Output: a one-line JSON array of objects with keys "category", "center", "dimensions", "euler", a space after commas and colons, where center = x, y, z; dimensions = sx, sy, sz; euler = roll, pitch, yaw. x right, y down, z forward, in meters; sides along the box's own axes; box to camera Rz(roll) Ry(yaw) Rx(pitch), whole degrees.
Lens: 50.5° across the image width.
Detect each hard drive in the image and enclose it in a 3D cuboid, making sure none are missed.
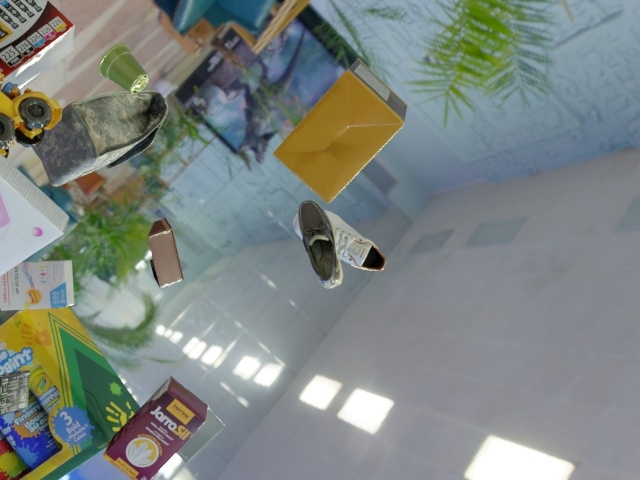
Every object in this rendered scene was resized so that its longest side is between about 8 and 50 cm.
[{"category": "hard drive", "center": [-0.328, 0.499, 1.767], "dimensions": [0.135, 0.094, 0.022], "euler": [-43, -169, -15]}]

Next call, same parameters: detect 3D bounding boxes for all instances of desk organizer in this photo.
[{"category": "desk organizer", "center": [-0.305, 0.025, 1.310], "dimensions": [0.050, 0.130, 0.047], "euler": [-20, -140, -21]}]

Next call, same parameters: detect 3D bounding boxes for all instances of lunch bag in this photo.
[{"category": "lunch bag", "center": [-0.540, -0.272, 1.708], "dimensions": [0.235, 0.169, 0.287], "euler": [-18, -167, 38]}]

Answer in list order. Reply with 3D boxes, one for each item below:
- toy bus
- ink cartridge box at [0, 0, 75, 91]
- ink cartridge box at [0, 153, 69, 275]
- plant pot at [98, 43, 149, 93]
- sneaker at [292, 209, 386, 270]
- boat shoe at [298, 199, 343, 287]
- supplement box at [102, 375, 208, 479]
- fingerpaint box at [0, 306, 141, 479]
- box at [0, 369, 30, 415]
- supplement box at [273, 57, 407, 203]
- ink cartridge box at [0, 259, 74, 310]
[{"category": "toy bus", "center": [-0.705, -0.287, 1.455], "dimensions": [0.220, 0.211, 0.149], "euler": [-39, -175, -33]}, {"category": "ink cartridge box", "center": [-0.816, -0.504, 1.660], "dimensions": [0.309, 0.272, 0.130], "euler": [-50, -174, -25]}, {"category": "ink cartridge box", "center": [-0.689, -0.055, 1.208], "dimensions": [0.324, 0.330, 0.071], "euler": [-31, -146, 15]}, {"category": "plant pot", "center": [-0.396, -0.343, 1.388], "dimensions": [0.083, 0.079, 0.083], "euler": [-46, 173, -7]}, {"category": "sneaker", "center": [0.064, -0.002, 1.820], "dimensions": [0.123, 0.290, 0.106], "euler": [24, -92, 60]}, {"category": "boat shoe", "center": [-0.001, 0.001, 1.603], "dimensions": [0.080, 0.224, 0.073], "euler": [-17, 165, 2]}, {"category": "supplement box", "center": [-0.326, 0.379, 1.351], "dimensions": [0.188, 0.104, 0.081], "euler": [-46, -169, 4]}, {"category": "fingerpaint box", "center": [-0.719, 0.413, 1.649], "dimensions": [0.444, 0.371, 0.163], "euler": [-35, 180, 18]}, {"category": "box", "center": [-0.539, 0.265, 1.181], "dimensions": [0.083, 0.018, 0.067], "euler": [9, 85, -80]}, {"category": "supplement box", "center": [0.041, -0.198, 1.200], "dimensions": [0.191, 0.129, 0.194], "euler": [-46, -172, 21]}, {"category": "ink cartridge box", "center": [-0.652, 0.100, 1.514], "dimensions": [0.181, 0.105, 0.061], "euler": [-3, -179, -5]}]
